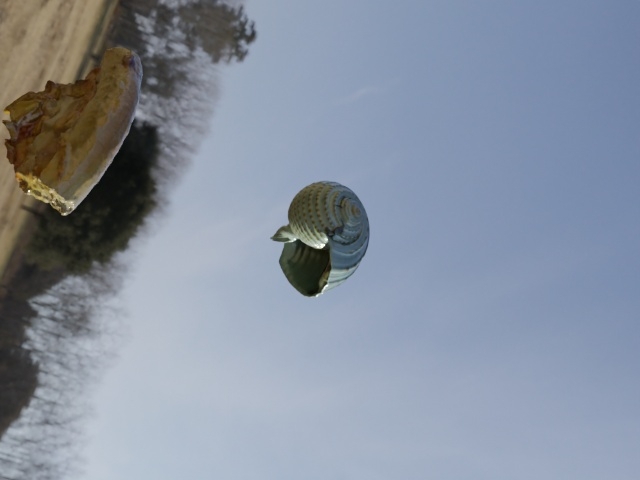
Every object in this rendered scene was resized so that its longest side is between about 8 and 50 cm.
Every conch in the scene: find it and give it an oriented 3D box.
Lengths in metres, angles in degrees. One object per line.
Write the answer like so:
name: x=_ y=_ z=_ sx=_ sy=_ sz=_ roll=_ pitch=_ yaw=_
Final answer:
conch: x=0.004 y=-0.001 z=0.533 sx=0.085 sy=0.056 sz=0.076 roll=147 pitch=-67 yaw=-66

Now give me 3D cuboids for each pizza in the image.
pizza: x=-0.243 y=-0.113 z=0.727 sx=0.161 sy=0.062 sz=0.182 roll=6 pitch=-122 yaw=35
